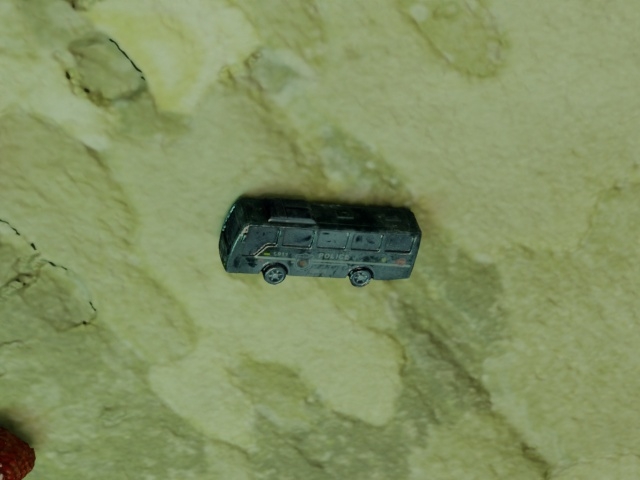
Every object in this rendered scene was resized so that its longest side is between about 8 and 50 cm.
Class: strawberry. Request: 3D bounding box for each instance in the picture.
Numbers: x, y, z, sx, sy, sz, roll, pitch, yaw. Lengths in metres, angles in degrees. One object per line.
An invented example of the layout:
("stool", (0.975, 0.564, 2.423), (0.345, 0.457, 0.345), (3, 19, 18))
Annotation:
("strawberry", (-0.294, 0.202, 1.418), (0.073, 0.073, 0.083), (-37, 145, 20))

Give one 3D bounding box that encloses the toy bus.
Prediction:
("toy bus", (0.000, 0.000, 1.314), (0.166, 0.047, 0.065), (3, 127, -18))
